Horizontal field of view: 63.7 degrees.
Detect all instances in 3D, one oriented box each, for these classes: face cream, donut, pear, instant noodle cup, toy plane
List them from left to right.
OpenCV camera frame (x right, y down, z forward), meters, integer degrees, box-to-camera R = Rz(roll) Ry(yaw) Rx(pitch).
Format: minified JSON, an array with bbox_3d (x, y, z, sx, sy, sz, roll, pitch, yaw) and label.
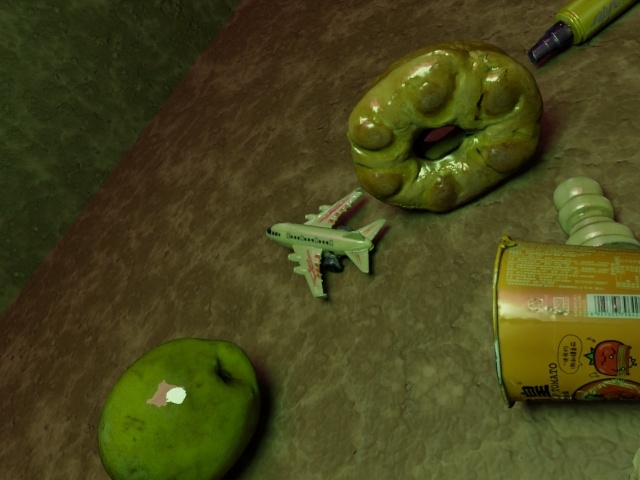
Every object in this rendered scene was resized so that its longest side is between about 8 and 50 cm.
[{"bbox_3d":[-0.243,0.302,0.877,0.307,0.252,0.253,-36,40,24],"label":"pear"},{"bbox_3d":[0.000,0.000,1.025,0.256,0.104,0.242,1,60,41],"label":"toy plane"},{"bbox_3d":[0.204,-0.189,0.882,0.316,0.299,0.150,1,39,3],"label":"donut"},{"bbox_3d":[0.308,0.096,0.614,0.172,0.216,0.216,-3,55,29],"label":"instant noodle cup"},{"bbox_3d":[0.511,-0.435,0.970,0.273,0.078,0.078,-38,41,9],"label":"face cream"}]

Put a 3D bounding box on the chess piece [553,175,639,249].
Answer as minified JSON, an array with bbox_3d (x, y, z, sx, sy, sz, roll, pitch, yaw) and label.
[{"bbox_3d":[0.387,-0.025,0.738,0.094,0.094,0.171,-21,38,26],"label":"chess piece"}]

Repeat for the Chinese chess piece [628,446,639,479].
[{"bbox_3d":[0.390,0.161,0.441,0.104,0.257,0.257,39,85,23],"label":"Chinese chess piece"}]
